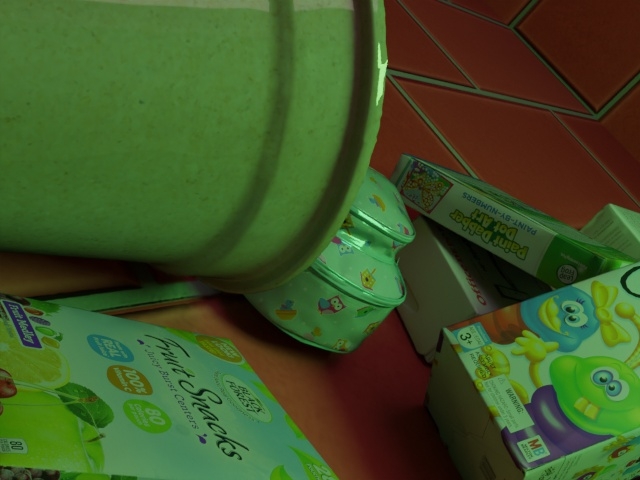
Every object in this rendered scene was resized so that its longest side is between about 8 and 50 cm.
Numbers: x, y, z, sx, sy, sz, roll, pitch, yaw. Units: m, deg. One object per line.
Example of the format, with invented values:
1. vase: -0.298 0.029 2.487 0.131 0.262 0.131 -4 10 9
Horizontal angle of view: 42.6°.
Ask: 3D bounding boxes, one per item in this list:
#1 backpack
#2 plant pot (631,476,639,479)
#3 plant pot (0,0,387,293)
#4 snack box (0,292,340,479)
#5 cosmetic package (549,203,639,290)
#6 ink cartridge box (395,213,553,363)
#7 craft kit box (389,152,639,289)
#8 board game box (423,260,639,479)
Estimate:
1. backpack: 0.000 0.000 0.739 0.166 0.144 0.188 30 33 -33
2. plant pot: 0.389 0.222 0.871 0.237 0.237 0.254 39 43 -6
3. plant pot: -0.182 -0.117 0.532 0.305 0.334 0.334 -4 52 -39
4. snack box: -0.113 0.107 0.464 0.207 0.070 0.174 19 13 -39
5. cosmetic package: 0.458 0.058 1.225 0.184 0.151 0.151 9 42 -47
6. ink cartridge box: 0.180 0.069 0.927 0.203 0.086 0.148 16 36 -40
7. craft kit box: 0.231 -0.011 0.936 0.247 0.061 0.250 29 12 30
8. board game box: 0.251 0.126 0.730 0.275 0.144 0.142 -16 54 -14
